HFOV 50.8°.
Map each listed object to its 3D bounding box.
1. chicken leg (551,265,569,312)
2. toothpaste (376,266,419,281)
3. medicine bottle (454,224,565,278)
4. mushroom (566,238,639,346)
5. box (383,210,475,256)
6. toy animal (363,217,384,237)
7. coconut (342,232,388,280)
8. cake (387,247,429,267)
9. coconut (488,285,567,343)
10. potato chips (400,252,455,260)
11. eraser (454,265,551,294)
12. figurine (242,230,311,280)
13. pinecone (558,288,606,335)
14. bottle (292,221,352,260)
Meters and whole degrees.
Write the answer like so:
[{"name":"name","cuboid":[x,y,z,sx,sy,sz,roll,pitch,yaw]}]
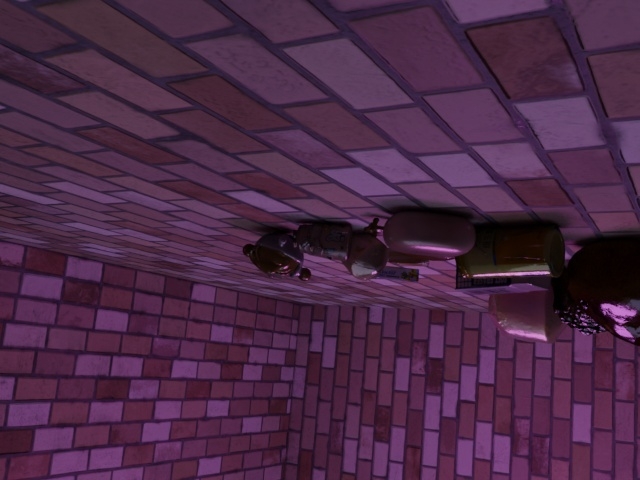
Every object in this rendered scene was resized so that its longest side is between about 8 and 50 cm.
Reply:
[{"name":"chicken leg","cuboid":[0.566,0.086,1.652,0.053,0.093,0.205,31,-156,-20]},{"name":"toothpaste","cuboid":[0.262,0.118,2.345,0.164,0.046,0.034,6,172,-5]},{"name":"medicine bottle","cuboid":[0.420,0.027,1.526,0.238,0.124,0.124,-2,168,35]},{"name":"mushroom","cuboid":[0.767,0.097,1.621,0.345,0.260,0.345,24,155,12]},{"name":"box","cuboid":[0.238,-0.013,1.480,0.200,0.088,0.146,5,169,-7]},{"name":"toy animal","cuboid":[0.223,-0.007,1.625,0.149,0.054,0.275,2,173,36]},{"name":"coconut","cuboid":[0.117,0.044,1.752,0.116,0.116,0.122,13,-160,-38]},{"name":"cake","cuboid":[0.251,0.048,1.930,0.121,0.052,0.065,1,172,17]},{"name":"coconut","cuboid":[0.658,0.201,2.078,0.245,0.233,0.233,6,172,27]},{"name":"potato chips","cuboid":[0.284,0.026,1.808,0.201,0.049,0.150,8,166,18]},{"name":"eraser","cuboid":[0.465,0.068,1.726,0.086,0.130,0.287,14,169,-25]},{"name":"figurine","cuboid":[-0.100,0.043,1.898,0.193,0.133,0.274,26,-174,24]},{"name":"pinecone","cuboid":[0.774,0.158,1.898,0.201,0.203,0.229,-1,140,-45]},{"name":"bottle","cuboid":[0.000,0.001,1.678,0.152,0.099,0.099,8,171,6]}]
